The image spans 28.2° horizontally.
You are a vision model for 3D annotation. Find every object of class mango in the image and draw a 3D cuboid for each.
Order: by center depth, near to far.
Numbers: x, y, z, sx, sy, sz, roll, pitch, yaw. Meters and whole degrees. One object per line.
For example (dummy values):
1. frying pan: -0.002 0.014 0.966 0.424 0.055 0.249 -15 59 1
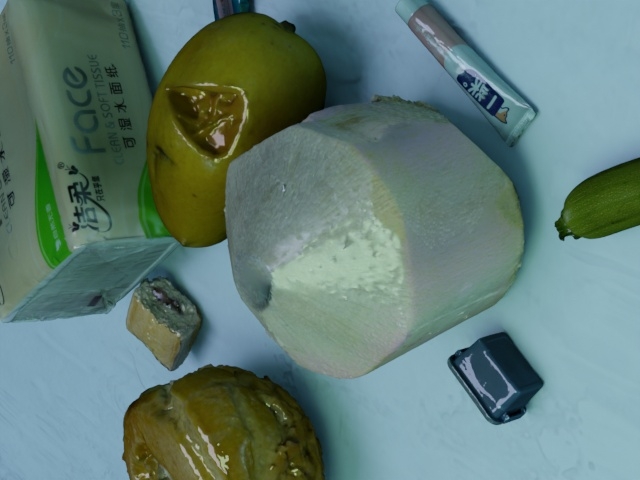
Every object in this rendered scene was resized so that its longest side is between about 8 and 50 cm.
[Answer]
1. mango: -0.109 -0.123 1.583 0.182 0.253 0.365 30 137 9

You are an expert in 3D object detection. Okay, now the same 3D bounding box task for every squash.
1. squash: 0.321 -0.049 1.229 0.258 0.069 0.069 -15 91 51

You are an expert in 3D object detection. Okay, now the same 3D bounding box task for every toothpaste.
1. toothpaste: 0.157 -0.193 1.400 0.205 0.036 0.056 52 138 19

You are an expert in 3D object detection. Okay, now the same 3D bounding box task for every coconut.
1. coconut: 0.038 -0.007 1.384 0.297 0.310 0.297 19 117 42

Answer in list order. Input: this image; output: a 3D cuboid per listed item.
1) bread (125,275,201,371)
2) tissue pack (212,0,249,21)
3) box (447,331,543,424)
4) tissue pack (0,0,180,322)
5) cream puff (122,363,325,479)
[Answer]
1. bread: -0.237 0.124 1.960 0.125 0.082 0.106 42 144 19
2. tissue pack: -0.115 -0.300 1.696 0.085 0.028 0.138 24 126 48
3. box: 0.202 0.152 1.447 0.054 0.074 0.099 -50 64 32
4. tissue pack: -0.383 -0.118 1.900 0.332 0.205 0.404 -38 62 51
5. cream puff: -0.120 0.303 1.760 0.327 0.231 0.343 47 142 36
